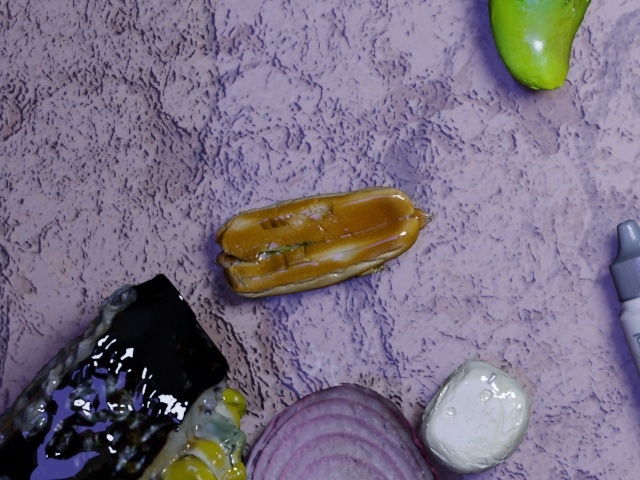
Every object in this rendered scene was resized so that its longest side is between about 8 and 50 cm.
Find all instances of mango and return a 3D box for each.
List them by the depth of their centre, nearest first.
[{"bbox_3d":[0.250,-0.284,1.839,0.125,0.111,0.232,-6,90,14],"label":"mango"}]

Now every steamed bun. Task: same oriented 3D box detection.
[{"bbox_3d":[0.177,0.203,1.860,0.112,0.091,0.130,33,93,4],"label":"steamed bun"}]

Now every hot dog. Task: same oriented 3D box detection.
[{"bbox_3d":[0.000,0.000,1.903,0.270,0.072,0.109,-12,90,11],"label":"hot dog"}]

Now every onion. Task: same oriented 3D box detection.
[{"bbox_3d":[0.035,0.299,1.885,0.250,0.111,0.247,-38,60,21],"label":"onion"}]

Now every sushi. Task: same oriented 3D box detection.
[{"bbox_3d":[-0.203,0.233,1.829,0.285,0.328,0.328,41,82,-6],"label":"sushi"}]

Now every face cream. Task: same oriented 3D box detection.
[{"bbox_3d":[0.394,0.124,1.824,0.092,0.092,0.311,-19,86,9],"label":"face cream"}]
